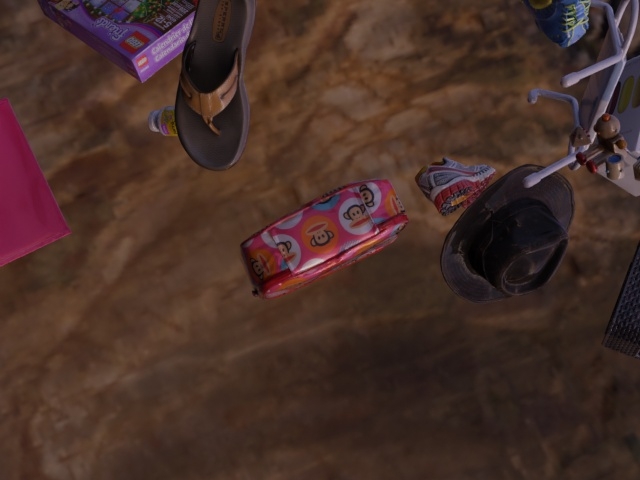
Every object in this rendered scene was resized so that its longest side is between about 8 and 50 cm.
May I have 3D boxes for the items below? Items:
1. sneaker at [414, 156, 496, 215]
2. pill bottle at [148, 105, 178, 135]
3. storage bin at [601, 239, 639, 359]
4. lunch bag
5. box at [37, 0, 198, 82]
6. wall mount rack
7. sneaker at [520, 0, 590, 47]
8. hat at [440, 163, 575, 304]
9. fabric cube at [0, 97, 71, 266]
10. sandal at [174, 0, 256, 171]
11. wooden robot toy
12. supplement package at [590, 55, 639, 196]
[{"bbox_3d":[0.241,-0.113,2.360,0.093,0.088,0.225,45,23,14],"label":"sneaker"},{"bbox_3d":[-0.205,-0.171,1.913,0.083,0.043,0.043,3,-56,28],"label":"pill bottle"},{"bbox_3d":[0.518,0.091,2.115,0.084,0.180,0.122,20,-14,12],"label":"storage bin"},{"bbox_3d":[0.000,0.000,2.338,0.120,0.293,0.258,64,-8,5],"label":"lunch bag"},{"bbox_3d":[-0.314,-0.396,2.213,0.293,0.201,0.057,35,-22,35],"label":"box"},{"bbox_3d":[0.429,-0.249,2.256,0.304,0.130,0.350,-82,-176,-52],"label":"wall mount rack"},{"bbox_3d":[0.356,-0.337,1.861,0.126,0.091,0.240,56,-7,-17],"label":"sneaker"},{"bbox_3d":[0.415,0.014,2.720,0.134,0.331,0.331,45,-25,50],"label":"hat"},{"bbox_3d":[-0.627,-0.060,2.295,0.259,0.254,0.258,-17,-82,59],"label":"fabric cube"},{"bbox_3d":[-0.117,-0.186,1.486,0.060,0.090,0.219,-48,151,-74],"label":"sandal"},{"bbox_3d":[0.419,-0.145,1.950,0.173,0.076,0.079,45,-21,47],"label":"wooden robot toy"},{"bbox_3d":[0.646,-0.234,2.627,0.133,0.244,0.139,29,-25,-23],"label":"supplement package"}]
